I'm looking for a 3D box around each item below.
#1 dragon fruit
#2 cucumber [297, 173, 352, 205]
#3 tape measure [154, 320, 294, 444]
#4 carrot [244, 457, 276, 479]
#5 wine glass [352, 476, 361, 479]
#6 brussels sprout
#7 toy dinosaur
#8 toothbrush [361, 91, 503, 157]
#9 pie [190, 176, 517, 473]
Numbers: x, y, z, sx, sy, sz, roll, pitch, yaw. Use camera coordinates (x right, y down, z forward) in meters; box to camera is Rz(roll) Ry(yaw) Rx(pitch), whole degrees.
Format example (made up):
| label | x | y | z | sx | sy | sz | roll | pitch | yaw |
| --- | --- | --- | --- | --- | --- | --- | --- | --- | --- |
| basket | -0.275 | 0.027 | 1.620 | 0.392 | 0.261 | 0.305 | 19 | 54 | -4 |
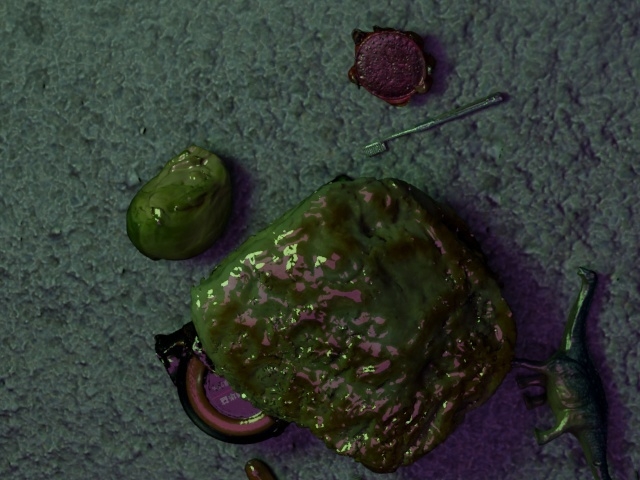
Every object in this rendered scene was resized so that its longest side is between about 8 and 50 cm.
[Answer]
| label | x | y | z | sx | sy | sz | roll | pitch | yaw |
| --- | --- | --- | --- | --- | --- | --- | --- | --- | --- |
| dragon fruit | 0.101 | -0.252 | 1.660 | 0.126 | 0.068 | 0.112 | 10 | 114 | 0 |
| cucumber | 0.000 | 0.000 | 1.725 | 0.086 | 0.115 | 0.193 | 29 | 107 | -38 |
| tape measure | -0.122 | 0.199 | 1.769 | 0.202 | 0.135 | 0.223 | -29 | 94 | 8 |
| carrot | -0.064 | 0.412 | 1.844 | 0.036 | 0.035 | 0.165 | -38 | 92 | 18 |
| wine glass | 0.068 | 0.412 | 1.808 | 0.083 | 0.042 | 0.039 | 56 | 146 | -4 |
| brussels sprout | -0.209 | -0.047 | 1.741 | 0.131 | 0.145 | 0.183 | 32 | 64 | 31 |
| toy dinosaur | 0.359 | 0.224 | 1.676 | 0.147 | 0.076 | 0.363 | -12 | 93 | 10 |
| toothbrush | 0.161 | -0.167 | 1.682 | 0.219 | 0.016 | 0.019 | -21 | 96 | 17 |
| pie | 0.054 | 0.106 | 1.617 | 0.418 | 0.180 | 0.395 | 38 | 96 | -16 |
